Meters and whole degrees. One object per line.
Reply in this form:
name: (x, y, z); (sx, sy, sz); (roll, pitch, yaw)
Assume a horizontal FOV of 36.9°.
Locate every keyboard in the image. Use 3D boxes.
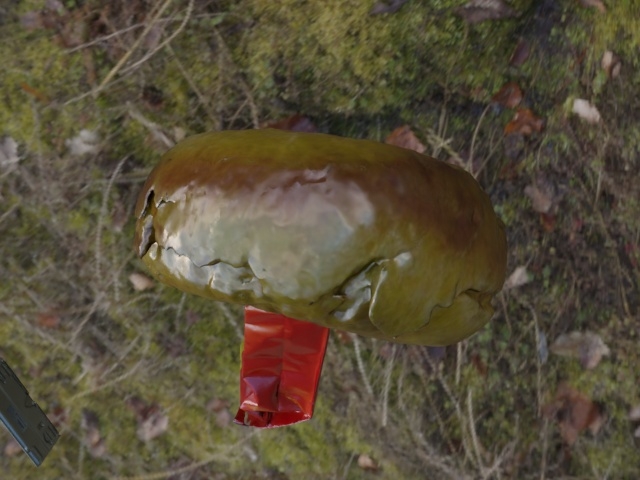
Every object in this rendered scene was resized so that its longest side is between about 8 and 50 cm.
keyboard: (-0.337, 0.191, 1.070); (0.015, 0.049, 0.129); (-8, 124, 30)

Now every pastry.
pastry: (0.000, 0.000, 0.883); (0.356, 0.356, 0.164); (8, 85, 15)

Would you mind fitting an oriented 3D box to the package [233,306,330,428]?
package: (-0.043, 0.092, 1.325); (0.123, 0.196, 0.423); (11, 137, 1)
